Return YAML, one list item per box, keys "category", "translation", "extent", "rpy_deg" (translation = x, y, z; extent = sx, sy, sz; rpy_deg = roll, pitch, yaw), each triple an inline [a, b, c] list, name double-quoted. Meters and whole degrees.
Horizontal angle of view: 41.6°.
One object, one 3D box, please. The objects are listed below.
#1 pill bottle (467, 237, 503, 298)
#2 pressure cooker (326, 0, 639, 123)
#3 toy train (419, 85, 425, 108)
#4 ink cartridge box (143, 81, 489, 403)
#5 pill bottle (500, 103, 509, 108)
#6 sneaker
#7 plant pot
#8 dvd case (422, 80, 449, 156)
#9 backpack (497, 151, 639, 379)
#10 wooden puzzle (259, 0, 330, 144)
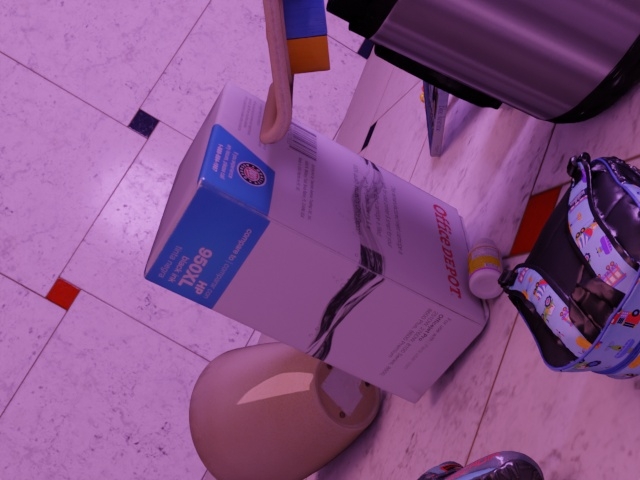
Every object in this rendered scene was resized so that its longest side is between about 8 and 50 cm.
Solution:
- category: "pill bottle"
  translation: [0.206, 0.032, 1.051]
  extent: [0.083, 0.043, 0.043]
  rpy_deg: [-78, 15, -55]
- category: "pressure cooker"
  translation: [0.190, -0.372, 0.967]
  extent: [0.370, 0.420, 0.376]
  rpy_deg: [171, 121, -79]
- category: "toy train"
  translation: [0.252, -0.314, 1.697]
  extent: [0.125, 0.046, 0.166]
  rpy_deg: [-62, 13, 18]
- category: "ink cartridge box"
  translation: [0.000, 0.000, 1.111]
  extent: [0.166, 0.394, 0.286]
  rpy_deg: [-54, 17, 28]
- category: "pill bottle"
  translation: [0.282, -0.286, 1.289]
  extent: [0.086, 0.086, 0.152]
  rpy_deg: [149, 144, -75]
- category: "sneaker"
  translation: [0.120, 0.252, 0.800]
  extent: [0.262, 0.104, 0.125]
  rpy_deg: [-58, 10, 42]
- category: "plant pot"
  translation: [-0.037, 0.267, 1.360]
  extent: [0.274, 0.256, 0.257]
  rpy_deg: [-30, 34, 49]
- category: "dvd case"
  translation: [0.208, -0.294, 1.516]
  extent: [0.253, 0.022, 0.181]
  rpy_deg: [84, -176, -62]
- category: "backpack"
  translation: [0.231, 0.032, 0.656]
  extent: [0.173, 0.116, 0.158]
  rpy_deg: [-86, 22, -68]
- category: "wooden puzzle"
  translation: [-0.034, -0.316, 0.969]
  extent: [0.322, 0.080, 0.348]
  rpy_deg: [-94, 2, -68]
